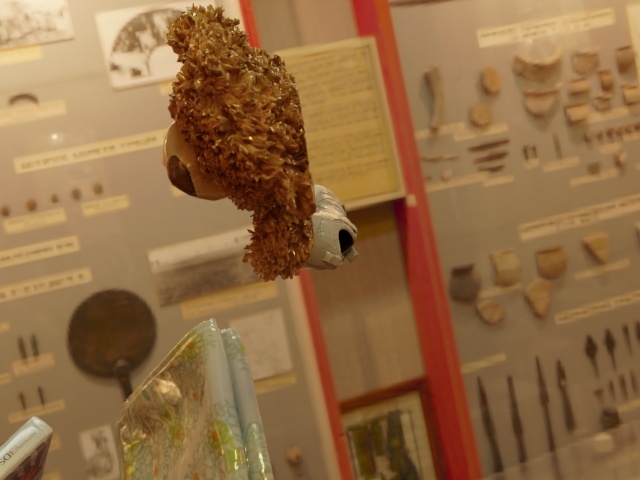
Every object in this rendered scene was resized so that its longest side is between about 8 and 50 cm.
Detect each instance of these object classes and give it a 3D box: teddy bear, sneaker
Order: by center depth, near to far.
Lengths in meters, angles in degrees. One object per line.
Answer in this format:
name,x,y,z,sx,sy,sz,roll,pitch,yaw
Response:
teddy bear,-0.074,-0.091,0.831,0.113,0.245,0.338,-11,26,-2
sneaker,0.000,0.000,1.295,0.115,0.105,0.281,29,16,6

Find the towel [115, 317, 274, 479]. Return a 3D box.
towel,-0.200,0.349,1.421,0.090,0.375,0.320,12,-43,-36

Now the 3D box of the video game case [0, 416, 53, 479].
video game case,-0.270,0.240,0.665,0.183,0.023,0.201,-47,-13,-46
